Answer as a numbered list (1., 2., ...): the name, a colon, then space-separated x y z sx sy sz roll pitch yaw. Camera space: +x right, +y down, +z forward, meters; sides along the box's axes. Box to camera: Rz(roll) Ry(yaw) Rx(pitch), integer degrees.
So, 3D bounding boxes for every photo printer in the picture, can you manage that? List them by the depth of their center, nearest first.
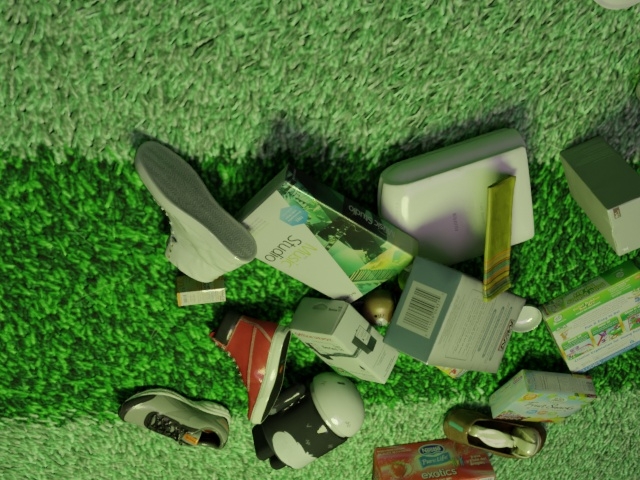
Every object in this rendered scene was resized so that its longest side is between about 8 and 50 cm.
1. photo printer: 0.272 -0.072 1.516 0.308 0.107 0.256 -17 126 -1

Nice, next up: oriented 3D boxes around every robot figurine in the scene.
1. robot figurine: -0.029 0.427 1.760 0.278 0.173 0.209 -35 167 12

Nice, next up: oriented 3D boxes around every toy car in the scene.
1. toy car: 0.142 0.163 1.641 0.189 0.148 0.155 -9 140 10

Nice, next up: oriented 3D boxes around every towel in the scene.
1. towel: 0.347 -0.002 1.437 0.102 0.021 0.237 -28 123 -48

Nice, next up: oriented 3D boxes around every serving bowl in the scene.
1. serving bowl: 0.488 0.182 1.787 0.083 0.027 0.083 -1 126 -1

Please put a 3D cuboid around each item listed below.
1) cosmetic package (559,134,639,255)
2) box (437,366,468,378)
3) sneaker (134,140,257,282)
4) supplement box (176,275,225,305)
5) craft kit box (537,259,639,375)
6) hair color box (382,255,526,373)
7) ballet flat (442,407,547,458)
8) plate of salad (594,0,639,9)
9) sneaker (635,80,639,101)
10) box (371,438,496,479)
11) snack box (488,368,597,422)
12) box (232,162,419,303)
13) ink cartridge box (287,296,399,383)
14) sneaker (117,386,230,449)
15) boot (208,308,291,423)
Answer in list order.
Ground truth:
1. cosmetic package: 0.580 -0.094 1.489 0.107 0.238 0.127 -25 126 5
2. box: 0.314 0.264 1.801 0.179 0.043 0.105 37 109 -28
3. sneaker: -0.274 -0.039 1.414 0.292 0.108 0.169 49 133 -11
4. supplement box: -0.249 0.100 1.546 0.099 0.062 0.036 -6 124 -10
5. craft kit box: 0.692 0.198 1.834 0.250 0.061 0.246 -29 128 7
6. hair color box: 0.290 0.163 1.547 0.374 0.114 0.185 19 93 -55
7. ballet flat: 0.486 0.519 1.957 0.343 0.124 0.116 20 88 -22
8. plate of salad: 0.545 -0.511 1.311 0.200 0.048 0.199 -12 125 -17
9. sneaker: 0.749 -0.281 1.488 0.153 0.101 0.269 -44 128 17
10. box: 0.299 0.643 1.998 0.300 0.142 0.154 -6 125 -8
11. snack box: 0.568 0.403 1.906 0.207 0.070 0.174 8 143 -19
12. box: 0.000 0.000 1.470 0.322 0.058 0.232 28 138 -23
13. ink cartridge box: 0.050 0.220 1.636 0.208 0.153 0.086 46 62 -32
14. sneaker: -0.333 0.419 1.722 0.272 0.108 0.100 17 121 -21
15. boot: -0.171 0.276 1.637 0.176 0.088 0.244 16 108 13
